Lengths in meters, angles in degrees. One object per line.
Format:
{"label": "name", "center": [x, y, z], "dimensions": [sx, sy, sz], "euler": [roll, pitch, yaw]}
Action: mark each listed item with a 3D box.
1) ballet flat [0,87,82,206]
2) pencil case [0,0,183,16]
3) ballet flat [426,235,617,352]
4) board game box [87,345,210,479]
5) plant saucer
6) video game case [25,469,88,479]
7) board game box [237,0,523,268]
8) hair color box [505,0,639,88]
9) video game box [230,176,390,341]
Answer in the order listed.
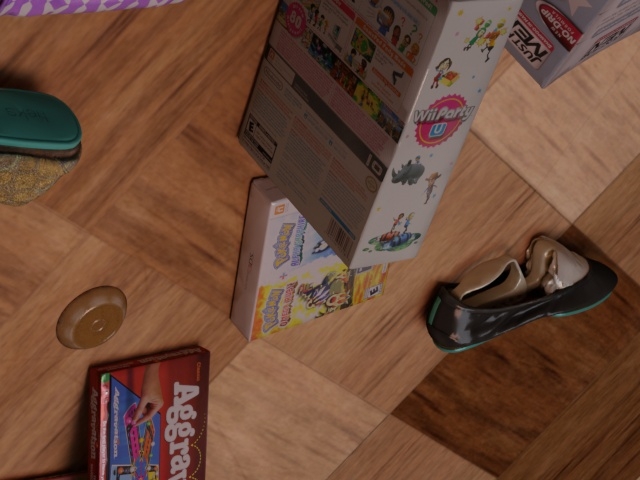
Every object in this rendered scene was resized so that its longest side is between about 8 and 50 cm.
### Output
{"label": "ballet flat", "center": [-0.357, -0.090, 1.688], "dimensions": [0.348, 0.123, 0.123], "euler": [11, 119, -48]}
{"label": "pencil case", "center": [-0.198, -0.239, 1.696], "dimensions": [0.206, 0.086, 0.088], "euler": [-12, 145, -36]}
{"label": "ballet flat", "center": [0.255, 0.056, 2.432], "dimensions": [0.280, 0.095, 0.096], "euler": [-20, 127, -28]}
{"label": "board game box", "center": [-0.190, 0.263, 2.183], "dimensions": [0.145, 0.027, 0.281], "euler": [-11, 111, -39]}
{"label": "plant saucer", "center": [-0.234, 0.085, 2.058], "dimensions": [0.083, 0.015, 0.083], "euler": [-26, 141, -23]}
{"label": "video game case", "center": [-0.262, 0.359, 2.205], "dimensions": [0.285, 0.025, 0.204], "euler": [-5, 91, -41]}
{"label": "board game box", "center": [0.049, -0.161, 1.894], "dimensions": [0.097, 0.224, 0.303], "euler": [-9, 133, -36]}
{"label": "hair color box", "center": [0.321, -0.329, 1.948], "dimensions": [0.185, 0.113, 0.374], "euler": [-31, 164, -38]}
{"label": "video game box", "center": [0.000, 0.000, 2.167], "dimensions": [0.187, 0.048, 0.205], "euler": [-17, 137, -28]}
